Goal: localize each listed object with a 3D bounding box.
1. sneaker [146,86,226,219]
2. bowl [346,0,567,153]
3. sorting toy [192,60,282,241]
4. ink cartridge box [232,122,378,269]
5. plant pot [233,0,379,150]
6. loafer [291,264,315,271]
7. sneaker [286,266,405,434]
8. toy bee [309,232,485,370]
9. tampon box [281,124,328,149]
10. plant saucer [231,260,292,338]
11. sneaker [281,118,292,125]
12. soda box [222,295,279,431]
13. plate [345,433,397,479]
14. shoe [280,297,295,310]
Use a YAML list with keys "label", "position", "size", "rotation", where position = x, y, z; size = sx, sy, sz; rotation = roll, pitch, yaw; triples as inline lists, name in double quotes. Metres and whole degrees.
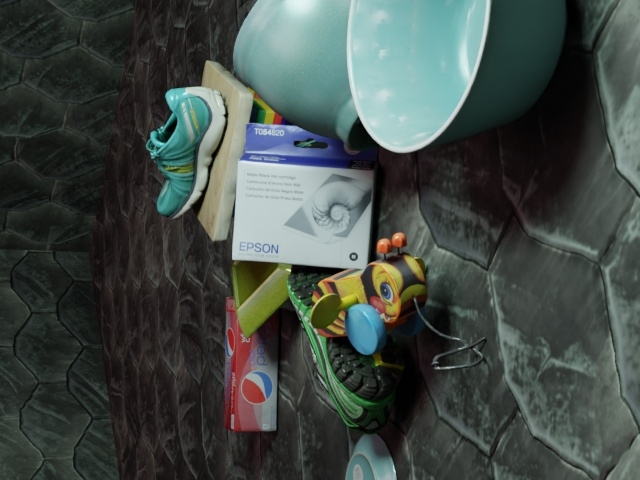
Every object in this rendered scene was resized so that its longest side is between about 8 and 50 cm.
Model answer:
- label: "sneaker"
  position: [-0.244, -0.153, 1.875]
  size: [0.107, 0.110, 0.275]
  rotation: [-107, 30, -44]
- label: "bowl"
  position: [0.173, -0.251, 1.296]
  size: [0.311, 0.163, 0.311]
  rotation: [-12, 76, 62]
- label: "sorting toy"
  position: [-0.152, -0.157, 1.914]
  size: [0.255, 0.089, 0.257]
  rotation: [-131, 50, -62]
- label: "ink cartridge box"
  position: [-0.024, -0.071, 1.740]
  size: [0.045, 0.223, 0.224]
  rotation: [-16, -70, -82]
- label: "plant pot"
  position: [0.053, -0.250, 1.525]
  size: [0.196, 0.293, 0.293]
  rotation: [53, 143, 20]
- label: "loafer"
  position: [0.000, 0.000, 1.855]
  size: [0.223, 0.076, 0.078]
  rotation: [121, 148, -48]
- label: "sneaker"
  position: [0.024, 0.159, 1.702]
  size: [0.343, 0.134, 0.146]
  rotation: [-111, 24, -52]
- label: "toy bee"
  position: [0.094, 0.065, 1.491]
  size: [0.298, 0.195, 0.162]
  rotation: [-2, 106, 33]
- label: "tampon box"
  position: [-0.051, -0.126, 1.940]
  size: [0.161, 0.120, 0.101]
  rotation: [-119, 38, -55]
- label: "plant saucer"
  position: [-0.106, 0.056, 2.043]
  size: [0.188, 0.045, 0.188]
  rotation: [-45, 33, 26]
- label: "sneaker"
  position: [-0.101, -0.148, 2.123]
  size: [0.293, 0.102, 0.146]
  rotation: [106, 152, -42]
- label: "soda box"
  position: [-0.136, 0.241, 2.157]
  size: [0.083, 0.092, 0.263]
  rotation: [174, 98, -69]
- label: "plate"
  position: [0.072, 0.391, 1.698]
  size: [0.188, 0.024, 0.188]
  rotation: [-178, 90, -69]
- label: "shoe"
  position: [-0.100, 0.081, 2.124]
  size: [0.076, 0.058, 0.219]
  rotation: [-61, 28, 10]
